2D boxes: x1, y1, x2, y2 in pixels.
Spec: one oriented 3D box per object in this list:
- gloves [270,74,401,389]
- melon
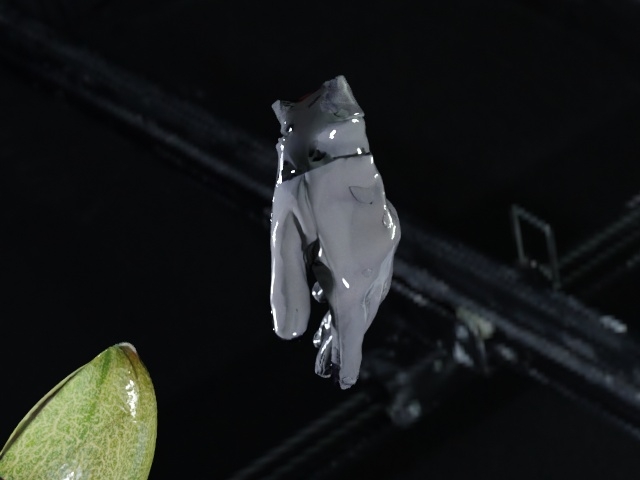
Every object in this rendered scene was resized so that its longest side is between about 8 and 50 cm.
[{"bbox_3d":[0.005,-0.005,1.424,0.142,0.285,0.119,-12,-168,-36],"label":"gloves"},{"bbox_3d":[-0.141,0.133,1.025,0.079,0.160,0.128,31,-92,10],"label":"melon"}]
